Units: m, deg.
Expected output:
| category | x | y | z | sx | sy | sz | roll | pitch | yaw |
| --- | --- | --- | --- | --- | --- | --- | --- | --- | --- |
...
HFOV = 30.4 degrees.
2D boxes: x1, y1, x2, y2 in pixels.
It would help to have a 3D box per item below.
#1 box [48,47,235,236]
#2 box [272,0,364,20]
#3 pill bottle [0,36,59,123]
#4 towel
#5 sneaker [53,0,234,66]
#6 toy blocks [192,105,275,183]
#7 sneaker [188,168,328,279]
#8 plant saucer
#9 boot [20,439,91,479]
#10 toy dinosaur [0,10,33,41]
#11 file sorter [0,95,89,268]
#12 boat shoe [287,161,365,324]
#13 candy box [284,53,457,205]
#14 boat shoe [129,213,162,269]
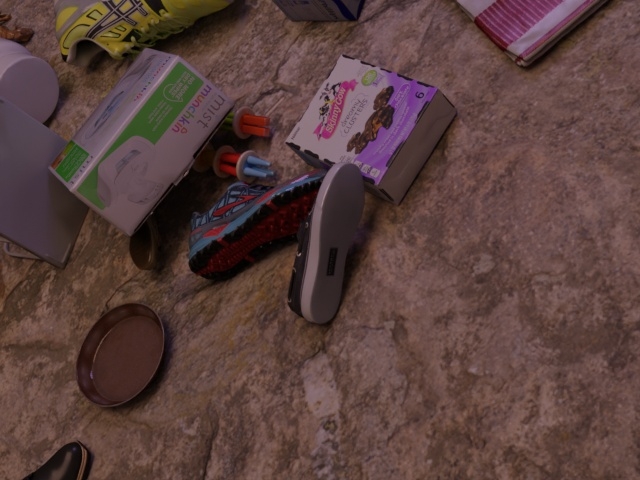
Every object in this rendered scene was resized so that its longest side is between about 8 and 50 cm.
| category | x | y | z | sx | sy | sz | roll | pitch | yaw |
| --- | --- | --- | --- | --- | --- | --- | --- | --- | --- |
| box | -0.283 | -0.158 | 1.845 | 0.262 | 0.127 | 0.231 | -51 | 23 | -3 |
| box | 0.007 | -0.423 | 1.887 | 0.137 | 0.072 | 0.126 | 7 | 70 | 35 |
| pill bottle | -0.620 | -0.301 | 2.171 | 0.283 | 0.160 | 0.160 | 22 | 78 | 39 |
| towel | 0.296 | -0.416 | 1.722 | 0.237 | 0.037 | 0.329 | -40 | 52 | 6 |
| sneaker | -0.303 | -0.388 | 2.052 | 0.385 | 0.145 | 0.147 | -3 | 85 | 35 |
| toy blocks | -0.118 | -0.150 | 1.833 | 0.148 | 0.054 | 0.123 | 15 | 72 | 36 |
| sneaker | -0.095 | -0.053 | 1.733 | 0.262 | 0.104 | 0.125 | -28 | 51 | 18 |
| plant saucer | -0.298 | 0.176 | 1.789 | 0.168 | 0.029 | 0.168 | -15 | 59 | 26 |
| boot | -0.435 | 0.364 | 1.705 | 0.077 | 0.137 | 0.198 | 31 | 84 | 40 |
| toy dinosaur | -0.664 | -0.401 | 2.318 | 0.211 | 0.064 | 0.112 | -16 | 59 | 26 |
| file sorter | -0.537 | -0.103 | 1.939 | 0.173 | 0.278 | 0.192 | 5 | 68 | 39 |
| boat shoe | 0.000 | 0.000 | 1.637 | 0.076 | 0.080 | 0.228 | 16 | 100 | 46 |
| candy box | 0.070 | -0.164 | 1.706 | 0.196 | 0.070 | 0.165 | 27 | 82 | 39 |
| boat shoe | -0.274 | -0.005 | 1.859 | 0.050 | 0.045 | 0.135 | -33 | 49 | 23 |
